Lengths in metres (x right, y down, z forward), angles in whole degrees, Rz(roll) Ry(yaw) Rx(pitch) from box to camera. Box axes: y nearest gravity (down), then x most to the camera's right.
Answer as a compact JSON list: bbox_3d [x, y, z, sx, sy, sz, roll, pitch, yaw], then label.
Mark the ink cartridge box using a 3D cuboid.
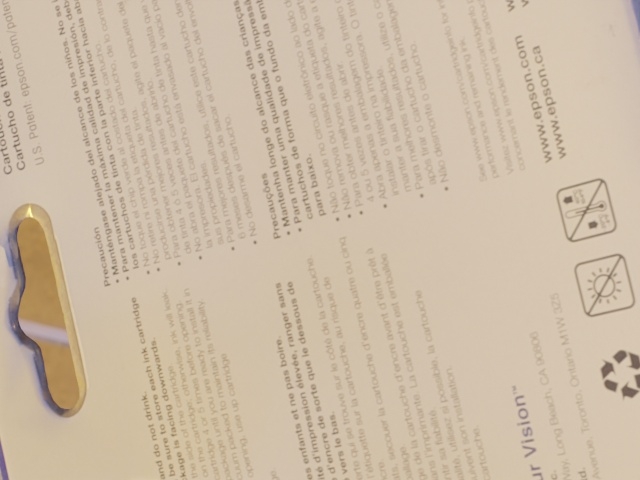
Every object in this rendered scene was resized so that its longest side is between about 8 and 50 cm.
[{"bbox_3d":[0.000,0.000,0.668,0.330,0.324,0.071,-15,175,29],"label":"ink cartridge box"}]
